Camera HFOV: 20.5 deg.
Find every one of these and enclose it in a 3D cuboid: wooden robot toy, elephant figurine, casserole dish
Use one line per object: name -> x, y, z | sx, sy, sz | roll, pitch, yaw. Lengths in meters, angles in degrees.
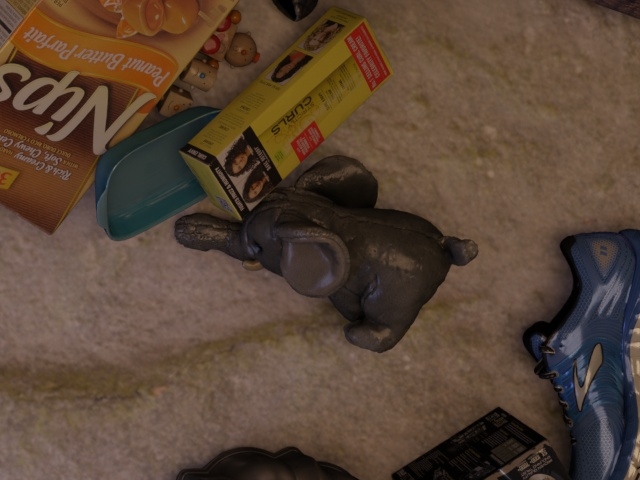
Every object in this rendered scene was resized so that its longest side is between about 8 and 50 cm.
wooden robot toy -> -0.098, -0.195, 1.827 | 0.079, 0.076, 0.173 | 25, 92, -23
elephant figurine -> 0.000, 0.000, 1.814 | 0.239, 0.169, 0.186 | 34, 95, -17
casserole dish -> -0.163, -0.074, 1.799 | 0.188, 0.037, 0.114 | -31, 142, -34

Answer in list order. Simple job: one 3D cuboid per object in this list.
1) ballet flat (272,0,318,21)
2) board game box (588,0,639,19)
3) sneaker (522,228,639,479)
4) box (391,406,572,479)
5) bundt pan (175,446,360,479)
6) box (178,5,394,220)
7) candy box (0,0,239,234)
ballet flat -> -0.067, -0.298, 1.821 | 0.173, 0.057, 0.049 | 42, 46, -14
board game box -> 0.307, -0.400, 1.813 | 0.232, 0.141, 0.291 | 19, 87, -5
sneaker -> 0.286, 0.147, 1.925 | 0.147, 0.130, 0.330 | 7, 89, -1
box -> 0.172, 0.261, 1.873 | 0.147, 0.180, 0.077 | -32, 100, -6
bundt pan -> -0.040, 0.372, 1.828 | 0.330, 0.124, 0.331 | 3, 79, -17
box -> -0.033, -0.132, 1.812 | 0.232, 0.058, 0.087 | -44, 131, -17
candy box -> -0.245, -0.181, 1.737 | 0.316, 0.087, 0.183 | -51, 132, 4
